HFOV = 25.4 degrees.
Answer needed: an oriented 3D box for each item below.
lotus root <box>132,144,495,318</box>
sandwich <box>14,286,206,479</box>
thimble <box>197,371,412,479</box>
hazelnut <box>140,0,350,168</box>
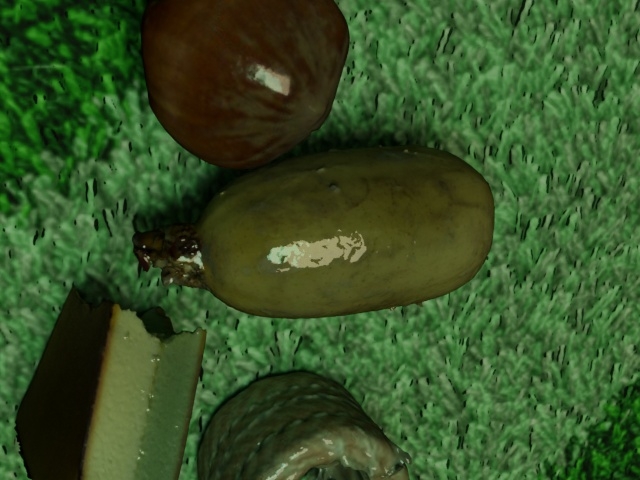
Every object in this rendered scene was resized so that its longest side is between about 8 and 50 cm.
[{"bbox_3d":[0.000,0.000,1.298,0.343,0.169,0.151,-10,77,-21],"label":"lotus root"},{"bbox_3d":[-0.179,0.150,1.262,0.108,0.220,0.186,19,106,-29],"label":"sandwich"},{"bbox_3d":[-0.018,0.259,1.434,0.196,0.148,0.229,1,113,-24],"label":"thimble"},{"bbox_3d":[-0.069,-0.152,1.187,0.182,0.182,0.182,-10,118,-19],"label":"hazelnut"}]
